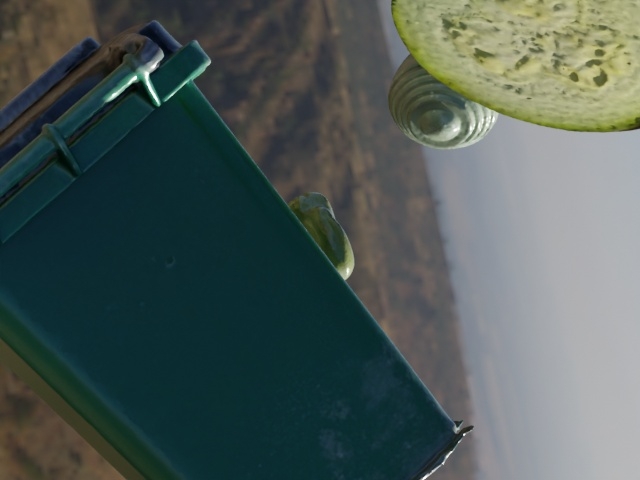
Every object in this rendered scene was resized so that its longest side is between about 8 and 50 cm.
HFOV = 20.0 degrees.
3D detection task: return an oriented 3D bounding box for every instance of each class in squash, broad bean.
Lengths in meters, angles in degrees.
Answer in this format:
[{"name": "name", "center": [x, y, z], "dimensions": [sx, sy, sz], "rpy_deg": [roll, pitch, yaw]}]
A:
[{"name": "squash", "center": [0.182, -0.173, 1.420], "dimensions": [0.252, 0.252, 0.049], "rpy_deg": [67, 39, -54]}, {"name": "broad bean", "center": [0.000, 0.000, 1.500], "dimensions": [0.083, 0.045, 0.063], "rpy_deg": [59, -29, 26]}]

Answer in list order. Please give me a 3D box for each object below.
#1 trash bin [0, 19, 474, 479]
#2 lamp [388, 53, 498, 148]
[{"name": "trash bin", "center": [-0.096, 0.055, 1.271], "dimensions": [0.381, 0.259, 0.295], "rpy_deg": [47, -13, -5]}, {"name": "lamp", "center": [0.123, -0.165, 1.756], "dimensions": [0.193, 0.106, 0.106], "rpy_deg": [-80, 158, -48]}]
